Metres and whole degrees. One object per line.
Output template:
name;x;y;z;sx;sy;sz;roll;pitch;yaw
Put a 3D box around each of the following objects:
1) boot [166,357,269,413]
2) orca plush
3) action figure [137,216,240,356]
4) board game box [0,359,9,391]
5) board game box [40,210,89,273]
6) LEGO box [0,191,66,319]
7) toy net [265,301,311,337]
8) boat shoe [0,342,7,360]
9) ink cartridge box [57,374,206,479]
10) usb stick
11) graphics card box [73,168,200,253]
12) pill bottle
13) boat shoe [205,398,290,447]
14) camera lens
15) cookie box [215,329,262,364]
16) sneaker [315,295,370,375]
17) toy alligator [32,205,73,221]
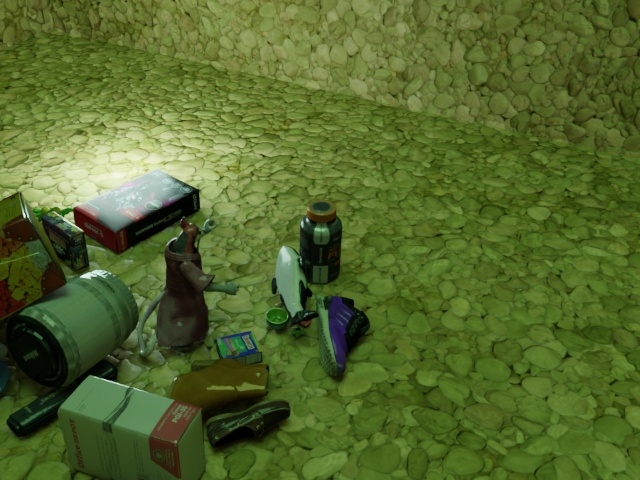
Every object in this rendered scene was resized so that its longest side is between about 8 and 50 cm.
boot;-0.236;0.364;1.677;0.211;0.104;0.295;1;18;9
orca plush;-0.050;0.134;1.992;0.102;0.151;0.287;24;19;-32
action figure;-0.376;0.094;1.862;0.275;0.370;0.248;-11;38;-21
board game box;-0.864;0.366;1.741;0.168;0.033;0.133;-19;45;-20
board game box;-0.796;0.006;2.169;0.170;0.141;0.048;26;41;32
LEGO box;-0.893;0.068;1.799;0.372;0.193;0.500;-30;22;-16
toy net;-0.076;0.188;2.031;0.122;0.045;0.232;10;35;11
boat shoe;-0.963;0.277;1.805;0.277;0.096;0.098;0;35;-3
ink cartridge box;-0.404;0.432;1.514;0.283;0.207;0.117;13;35;15
usb stick;-0.629;0.383;1.714;0.077;0.045;0.278;26;42;33
graphics card box;-0.624;-0.109;2.390;0.233;0.094;0.371;26;40;31
pill bottle;0.000;0.000;2.131;0.130;0.246;0.130;1;35;-1
boat shoe;-0.165;0.437;1.643;0.207;0.073;0.073;-16;34;-13
camera lens;-0.625;0.220;1.757;0.219;0.219;0.274;18;30;21
cookie box;-0.220;0.294;1.872;0.107;0.040;0.092;-10;36;-18
sneaker;0.068;0.246;1.905;0.146;0.102;0.293;-1;35;-6
toy alligator;-0.941;-0.083;2.373;0.189;0.056;0.051;-3;75;-8
